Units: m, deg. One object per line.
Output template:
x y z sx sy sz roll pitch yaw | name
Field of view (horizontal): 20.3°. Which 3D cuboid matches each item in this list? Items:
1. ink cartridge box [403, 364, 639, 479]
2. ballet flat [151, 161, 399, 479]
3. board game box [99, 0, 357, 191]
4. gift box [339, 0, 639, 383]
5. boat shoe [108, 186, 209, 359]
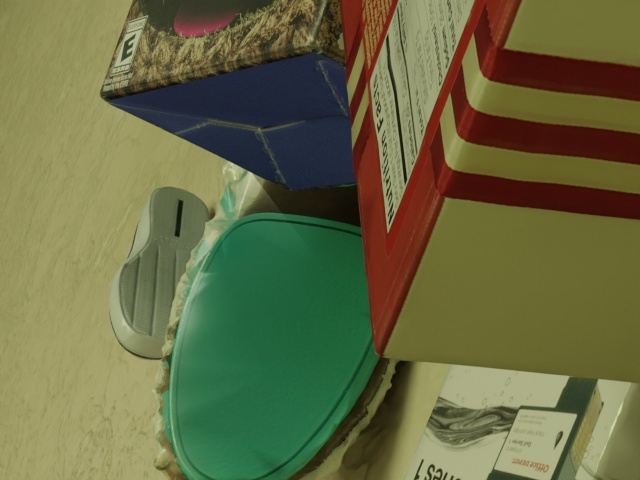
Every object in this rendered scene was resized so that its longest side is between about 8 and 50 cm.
0.117 0.085 0.743 0.219 0.092 0.160 -67 19 -4 | ink cartridge box
0.000 0.000 1.133 0.147 0.147 0.409 -35 33 55 | ballet flat
0.032 -0.191 0.978 0.232 0.141 0.291 -5 64 57 | board game box
0.162 -0.103 0.557 0.276 0.258 0.255 112 161 -49 | gift box
-0.128 0.043 1.456 0.226 0.083 0.076 -78 8 -60 | boat shoe
